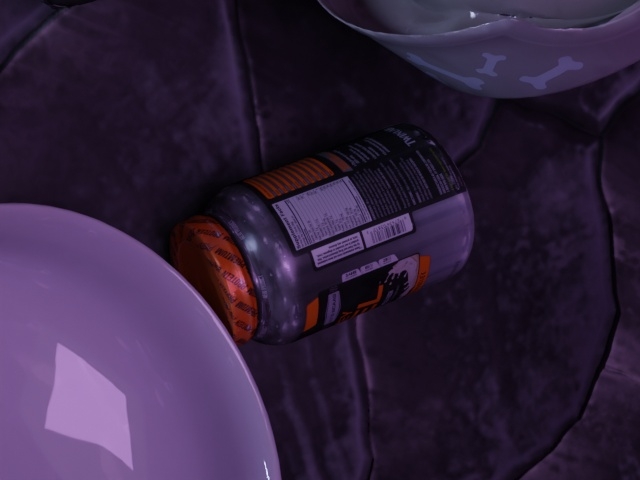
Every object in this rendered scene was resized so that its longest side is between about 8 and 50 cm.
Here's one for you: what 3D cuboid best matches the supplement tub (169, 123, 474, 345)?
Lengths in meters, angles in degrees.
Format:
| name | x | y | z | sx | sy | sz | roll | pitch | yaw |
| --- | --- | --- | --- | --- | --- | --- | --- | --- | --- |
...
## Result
| name | x | y | z | sx | sy | sz | roll | pitch | yaw |
| --- | --- | --- | --- | --- | --- | --- | --- | --- | --- |
| supplement tub | 0.000 | 0.000 | 1.283 | 0.190 | 0.117 | 0.117 | -21 | 106 | -24 |

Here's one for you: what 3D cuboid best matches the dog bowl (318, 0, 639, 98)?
| name | x | y | z | sx | sy | sz | roll | pitch | yaw |
| --- | --- | --- | --- | --- | --- | --- | --- | --- | --- |
| dog bowl | 0.156 | -0.243 | 1.221 | 0.102 | 0.349 | 0.349 | 43 | 76 | -39 |

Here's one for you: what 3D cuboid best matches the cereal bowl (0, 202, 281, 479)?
| name | x | y | z | sx | sy | sz | roll | pitch | yaw |
| --- | --- | --- | --- | --- | --- | --- | --- | --- | --- |
| cereal bowl | -0.193 | 0.156 | 1.153 | 0.339 | 0.141 | 0.339 | 19 | 60 | -37 |

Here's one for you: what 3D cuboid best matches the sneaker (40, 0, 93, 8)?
| name | x | y | z | sx | sy | sz | roll | pitch | yaw |
| --- | --- | --- | --- | --- | --- | --- | --- | --- | --- |
| sneaker | -0.083 | -0.244 | 1.214 | 0.271 | 0.108 | 0.100 | -37 | 114 | -18 |
